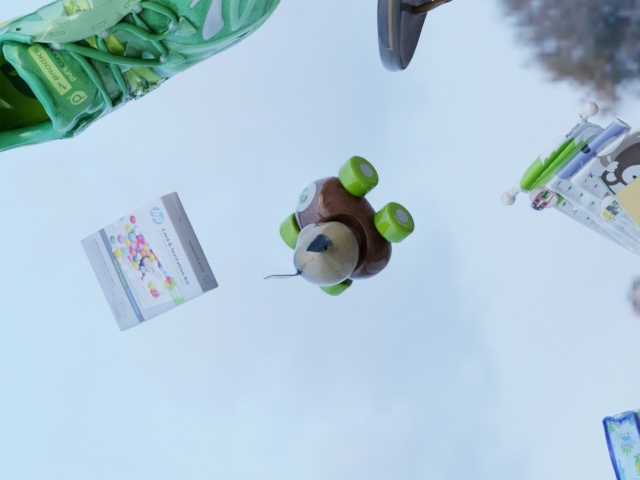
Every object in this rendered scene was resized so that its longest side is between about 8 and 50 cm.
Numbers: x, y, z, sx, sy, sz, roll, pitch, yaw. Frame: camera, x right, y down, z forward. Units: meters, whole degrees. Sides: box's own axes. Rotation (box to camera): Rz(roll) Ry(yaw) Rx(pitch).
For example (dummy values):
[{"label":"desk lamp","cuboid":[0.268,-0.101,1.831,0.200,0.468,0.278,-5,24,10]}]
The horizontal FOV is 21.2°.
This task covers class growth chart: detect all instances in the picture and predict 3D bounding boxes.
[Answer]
[{"label":"growth chart","cuboid":[0.329,-0.055,1.769,0.172,0.237,0.021,-55,19,32]}]

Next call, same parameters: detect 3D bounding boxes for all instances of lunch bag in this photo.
[{"label":"lunch bag","cuboid":[0.403,0.255,1.920,0.096,0.129,0.151,151,109,-69]}]

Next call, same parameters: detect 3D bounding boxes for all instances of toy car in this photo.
[{"label":"toy car","cuboid":[0.000,0.000,2.181,0.149,0.155,0.188,52,-147,7]}]

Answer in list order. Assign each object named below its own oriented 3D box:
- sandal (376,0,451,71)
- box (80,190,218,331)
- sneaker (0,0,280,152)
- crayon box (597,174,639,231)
[{"label":"sandal","cuboid":[0.098,-0.214,1.156,0.219,0.060,0.090,-62,-21,-8]},{"label":"box","cuboid":[-0.239,0.031,2.380,0.038,0.186,0.145,-23,-91,-50]},{"label":"sneaker","cuboid":[-0.138,-0.127,1.128,0.109,0.295,0.123,50,-147,-18]},{"label":"crayon box","cuboid":[0.381,0.042,1.547,0.203,0.083,0.323,46,-170,-23]}]
